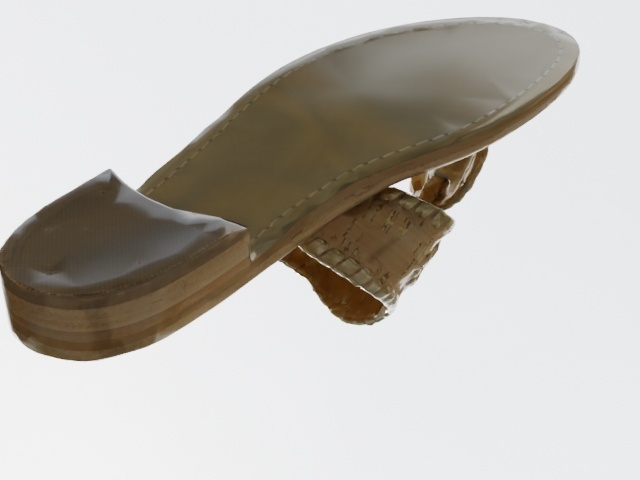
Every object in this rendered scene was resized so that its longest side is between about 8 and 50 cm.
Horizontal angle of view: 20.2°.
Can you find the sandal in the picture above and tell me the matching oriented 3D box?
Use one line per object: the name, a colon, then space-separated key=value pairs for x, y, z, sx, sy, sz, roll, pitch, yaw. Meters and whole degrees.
sandal: x=-0.005 y=-0.002 z=0.609 sx=0.240 sy=0.088 sz=0.079 roll=-29 pitch=-50 yaw=-37
